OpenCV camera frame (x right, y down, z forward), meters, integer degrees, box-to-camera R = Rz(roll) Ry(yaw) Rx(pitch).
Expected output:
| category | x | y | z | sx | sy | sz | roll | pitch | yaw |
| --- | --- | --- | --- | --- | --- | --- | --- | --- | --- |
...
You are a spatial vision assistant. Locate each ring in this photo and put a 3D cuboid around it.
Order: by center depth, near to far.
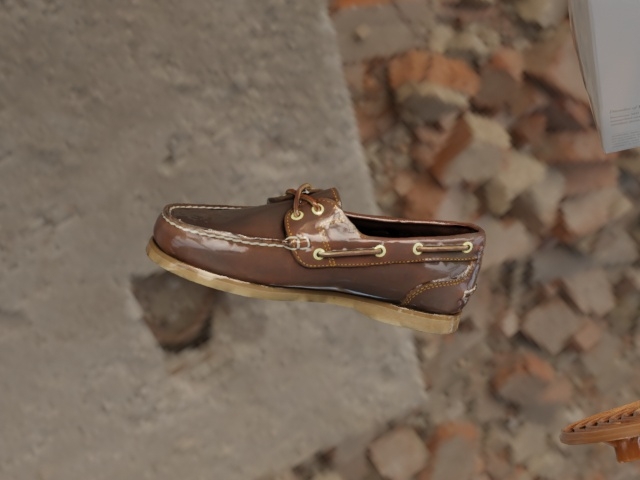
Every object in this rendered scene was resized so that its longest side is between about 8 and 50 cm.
| category | x | y | z | sx | sy | sz | roll | pitch | yaw |
| --- | --- | --- | --- | --- | --- | --- | --- | --- | --- |
| ring | 0.340 | 0.109 | 1.228 | 0.337 | 0.032 | 0.336 | -15 | 176 | -1 |

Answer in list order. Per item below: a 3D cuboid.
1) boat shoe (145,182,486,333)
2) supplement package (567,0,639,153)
| category | x | y | z | sx | sy | sz | roll | pitch | yaw |
| --- | --- | --- | --- | --- | --- | --- | --- | --- | --- |
| boat shoe | 0.000 | 0.000 | 1.031 | 0.207 | 0.073 | 0.073 | 10 | 114 | -18 |
| supplement package | 0.349 | -0.259 | 1.741 | 0.175 | 0.177 | 0.293 | -12 | 144 | 6 |
